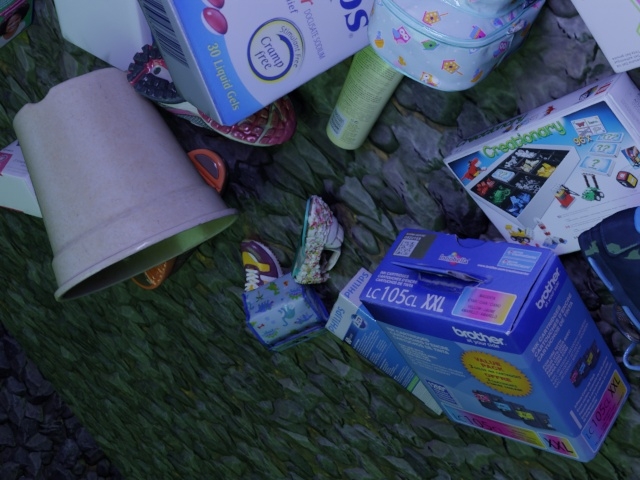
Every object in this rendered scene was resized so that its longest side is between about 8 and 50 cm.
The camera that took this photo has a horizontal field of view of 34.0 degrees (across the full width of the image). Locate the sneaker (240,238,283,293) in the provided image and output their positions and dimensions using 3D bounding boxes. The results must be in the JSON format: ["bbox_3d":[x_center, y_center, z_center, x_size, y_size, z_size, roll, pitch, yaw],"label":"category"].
[{"bbox_3d":[-0.116,0.083,2.006,0.069,0.084,0.185,9,136,44],"label":"sneaker"}]

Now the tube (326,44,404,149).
[{"bbox_3d":[0.071,-0.219,1.439,0.070,0.062,0.240,2,147,-16],"label":"tube"}]

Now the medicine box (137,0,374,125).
[{"bbox_3d":[-0.066,-0.325,1.210,0.149,0.289,0.263,39,157,49],"label":"medicine box"}]

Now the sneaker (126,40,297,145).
[{"bbox_3d":[-0.159,-0.229,1.659,0.299,0.121,0.112,27,175,25],"label":"sneaker"}]

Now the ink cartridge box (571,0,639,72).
[{"bbox_3d":[0.383,-0.211,1.029,0.255,0.097,0.189,54,148,-16],"label":"ink cartridge box"}]

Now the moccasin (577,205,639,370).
[{"bbox_3d":[0.412,0.072,1.283,0.116,0.138,0.342,-13,130,29],"label":"moccasin"}]

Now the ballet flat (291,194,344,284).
[{"bbox_3d":[0.000,0.000,1.789,0.077,0.091,0.241,10,151,-3],"label":"ballet flat"}]

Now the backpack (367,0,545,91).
[{"bbox_3d":[0.147,-0.261,1.155,0.166,0.188,0.144,36,149,13],"label":"backpack"}]

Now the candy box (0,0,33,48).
[{"bbox_3d":[-0.633,-0.509,1.814,0.268,0.122,0.317,40,156,0],"label":"candy box"}]

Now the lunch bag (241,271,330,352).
[{"bbox_3d":[-0.058,0.145,1.963,0.151,0.128,0.096,58,-166,-46],"label":"lunch bag"}]

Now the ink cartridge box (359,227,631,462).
[{"bbox_3d":[0.242,0.130,1.512,0.270,0.151,0.395,9,145,44],"label":"ink cartridge box"}]

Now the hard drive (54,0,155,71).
[{"bbox_3d":[-0.367,-0.425,1.709,0.210,0.040,0.319,30,147,21],"label":"hard drive"}]

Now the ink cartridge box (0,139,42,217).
[{"bbox_3d":[-0.506,-0.158,2.018,0.172,0.237,0.100,13,136,42],"label":"ink cartridge box"}]

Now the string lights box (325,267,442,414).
[{"bbox_3d":[0.140,0.177,1.827,0.259,0.077,0.133,38,149,10],"label":"string lights box"}]

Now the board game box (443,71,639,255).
[{"bbox_3d":[0.314,-0.080,1.319,0.193,0.053,0.305,50,149,-13],"label":"board game box"}]

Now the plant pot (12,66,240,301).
[{"bbox_3d":[-0.348,-0.106,1.748,0.305,0.334,0.334,64,149,4],"label":"plant pot"}]

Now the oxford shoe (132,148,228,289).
[{"bbox_3d":[-0.255,-0.057,1.977,0.130,0.132,0.364,48,132,7],"label":"oxford shoe"}]
